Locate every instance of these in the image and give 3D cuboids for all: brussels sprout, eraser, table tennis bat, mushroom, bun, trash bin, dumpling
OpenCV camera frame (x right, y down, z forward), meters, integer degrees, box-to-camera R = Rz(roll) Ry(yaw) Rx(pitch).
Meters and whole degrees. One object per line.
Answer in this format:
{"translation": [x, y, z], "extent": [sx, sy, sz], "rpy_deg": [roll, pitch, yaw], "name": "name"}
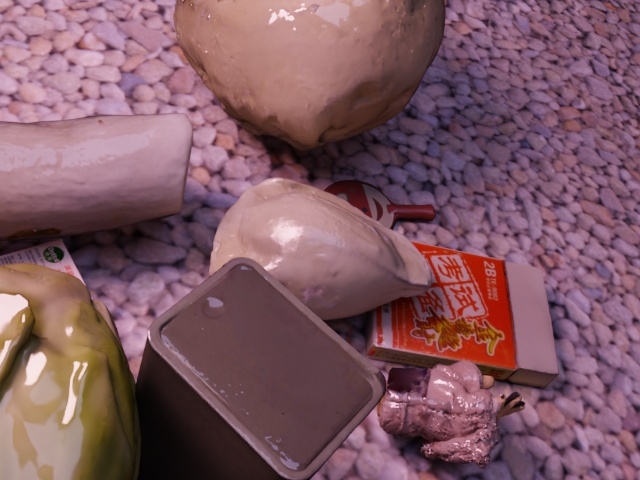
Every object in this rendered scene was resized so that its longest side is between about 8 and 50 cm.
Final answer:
{"translation": [-0.284, 0.169, 0.617], "extent": [0.328, 0.247, 0.328], "rpy_deg": [3, 59, -6], "name": "brussels sprout"}
{"translation": [0.165, 0.083, 1.013], "extent": [0.230, 0.038, 0.157], "rpy_deg": [11, 51, -13], "name": "eraser"}
{"translation": [0.072, -0.036, 1.081], "extent": [0.154, 0.019, 0.098], "rpy_deg": [0, 55, -18], "name": "table tennis bat"}
{"translation": [-0.327, -0.058, 0.850], "extent": [0.397, 0.177, 0.126], "rpy_deg": [-8, 94, -29], "name": "mushroom"}
{"translation": [-0.004, -0.259, 1.060], "extent": [0.326, 0.234, 0.362], "rpy_deg": [-25, 36, -8], "name": "bun"}
{"translation": [-0.076, 0.155, 0.729], "extent": [0.164, 0.240, 0.122], "rpy_deg": [42, 51, 10], "name": "trash bin"}
{"translation": [0.000, 0.000, 0.949], "extent": [0.252, 0.131, 0.179], "rpy_deg": [1, 39, -12], "name": "dumpling"}

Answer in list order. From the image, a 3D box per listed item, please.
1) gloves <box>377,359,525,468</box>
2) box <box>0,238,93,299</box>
{"translation": [0.131, 0.181, 0.891], "extent": [0.144, 0.094, 0.110], "rpy_deg": [19, 22, 21], "name": "gloves"}
{"translation": [-0.275, 0.068, 0.843], "extent": [0.089, 0.043, 0.125], "rpy_deg": [-18, 63, -31], "name": "box"}
